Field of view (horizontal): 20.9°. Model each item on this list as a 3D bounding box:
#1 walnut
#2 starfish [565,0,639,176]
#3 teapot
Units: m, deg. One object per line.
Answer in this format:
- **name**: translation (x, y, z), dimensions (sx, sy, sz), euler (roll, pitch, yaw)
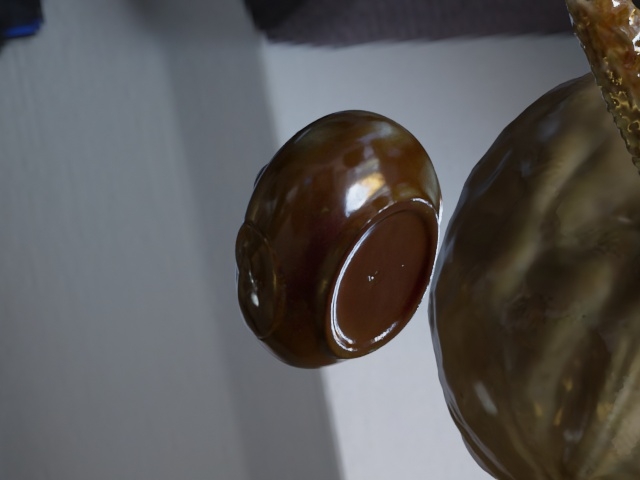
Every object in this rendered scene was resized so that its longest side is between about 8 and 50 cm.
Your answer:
- **walnut**: translation (0.263, 0.054, 1.386), dimensions (0.381, 0.381, 0.381), euler (-10, 179, 0)
- **starfish**: translation (0.315, 0.060, 0.903), dimensions (0.398, 0.384, 0.132), euler (1, -149, 0)
- **teapot**: translation (0.000, 0.000, 0.728), dimensions (0.098, 0.129, 0.078), euler (-27, -131, -31)
